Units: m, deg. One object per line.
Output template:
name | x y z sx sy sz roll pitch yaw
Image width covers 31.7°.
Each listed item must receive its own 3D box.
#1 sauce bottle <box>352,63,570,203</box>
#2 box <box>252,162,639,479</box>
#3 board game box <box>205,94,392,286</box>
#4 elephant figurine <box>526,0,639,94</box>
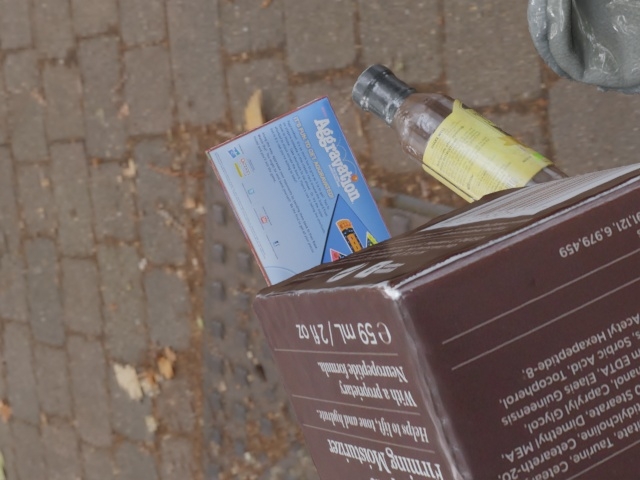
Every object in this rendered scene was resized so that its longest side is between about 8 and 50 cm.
sauce bottle | 0.189 -0.135 1.573 0.344 0.111 0.111 39 127 24
box | 0.099 0.085 0.511 0.168 0.167 0.203 -12 99 68
board game box | 0.000 0.000 1.223 0.281 0.145 0.027 65 174 -9
elephant figurine | 0.161 -0.148 0.504 0.239 0.169 0.186 26 102 1
